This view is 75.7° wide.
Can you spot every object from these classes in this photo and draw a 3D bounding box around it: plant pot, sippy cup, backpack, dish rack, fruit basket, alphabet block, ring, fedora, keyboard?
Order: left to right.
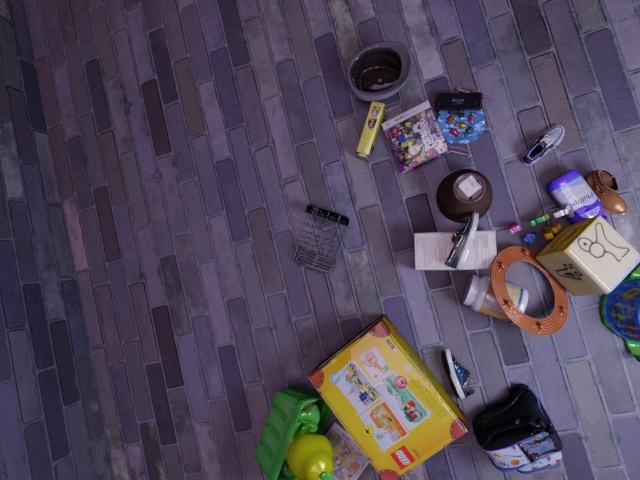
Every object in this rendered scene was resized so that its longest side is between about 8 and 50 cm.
[{"bbox_3d":[-0.054,0.804,1.624,0.393,0.283,0.391,-8,75,32],"label":"fruit basket"},{"bbox_3d":[0.000,0.000,1.770,0.209,0.074,0.271,20,93,15],"label":"dish rack"},{"bbox_3d":[0.249,-0.680,1.702,0.276,0.124,0.243,-6,84,23],"label":"fedora"},{"bbox_3d":[0.547,-0.540,1.645,0.180,0.023,0.108,7,74,21],"label":"keyboard"},{"bbox_3d":[0.549,-0.182,1.551,0.216,0.230,0.215,-1,87,15],"label":"plant pot"},{"bbox_3d":[0.699,0.693,1.482,0.264,0.276,0.213,-28,95,15],"label":"backpack"},{"bbox_3d":[0.761,0.172,1.478,0.337,0.032,0.336,8,65,-17],"label":"ring"},{"bbox_3d":[0.925,0.059,1.434,0.192,0.193,0.197,-40,83,-11],"label":"alphabet block"},{"bbox_3d":[1.118,0.246,1.390,0.240,0.224,0.305,-32,80,11],"label":"sippy cup"}]

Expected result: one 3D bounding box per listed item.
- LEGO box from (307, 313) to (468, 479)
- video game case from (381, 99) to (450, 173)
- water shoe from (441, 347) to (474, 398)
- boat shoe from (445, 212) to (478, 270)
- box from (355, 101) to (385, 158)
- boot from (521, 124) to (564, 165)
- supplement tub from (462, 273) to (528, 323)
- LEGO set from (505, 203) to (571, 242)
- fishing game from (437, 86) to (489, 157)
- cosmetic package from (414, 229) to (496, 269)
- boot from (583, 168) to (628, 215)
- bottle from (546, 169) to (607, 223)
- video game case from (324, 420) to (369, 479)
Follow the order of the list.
[{"bbox_3d":[0.258,0.608,1.617,0.373,0.193,0.500,-40,79,10],"label":"LEGO box"},{"bbox_3d":[0.388,-0.421,1.688,0.211,0.042,0.231,-23,83,21],"label":"video game case"},{"bbox_3d":[0.540,0.515,1.621,0.080,0.073,0.202,-17,88,-8],"label":"water shoe"},{"bbox_3d":[0.515,-0.003,1.500,0.070,0.078,0.219,19,92,14],"label":"boat shoe"},{"bbox_3d":[0.211,-0.454,1.726,0.058,0.087,0.232,17,91,12],"label":"box"},{"bbox_3d":[0.849,-0.364,1.553,0.069,0.086,0.190,44,99,12],"label":"boot"},{"bbox_3d":[0.656,0.217,1.553,0.200,0.144,0.144,19,93,15],"label":"supplement tub"},{"bbox_3d":[0.809,-0.042,1.516,0.227,0.093,0.086,-25,97,35],"label":"LEGO set"},{"bbox_3d":[0.565,-0.480,1.657,0.189,0.041,0.263,21,92,14],"label":"fishing game"},{"bbox_3d":[0.518,0.042,1.604,0.297,0.129,0.153,0,86,15],"label":"cosmetic package"},{"bbox_3d":[1.030,-0.170,1.465,0.073,0.152,0.197,-45,78,9],"label":"boot"},{"bbox_3d":[0.961,-0.119,1.512,0.118,0.092,0.282,-32,81,11],"label":"bottle"},{"bbox_3d":[0.082,0.919,1.738,0.206,0.026,0.226,35,97,13],"label":"video game case"}]
